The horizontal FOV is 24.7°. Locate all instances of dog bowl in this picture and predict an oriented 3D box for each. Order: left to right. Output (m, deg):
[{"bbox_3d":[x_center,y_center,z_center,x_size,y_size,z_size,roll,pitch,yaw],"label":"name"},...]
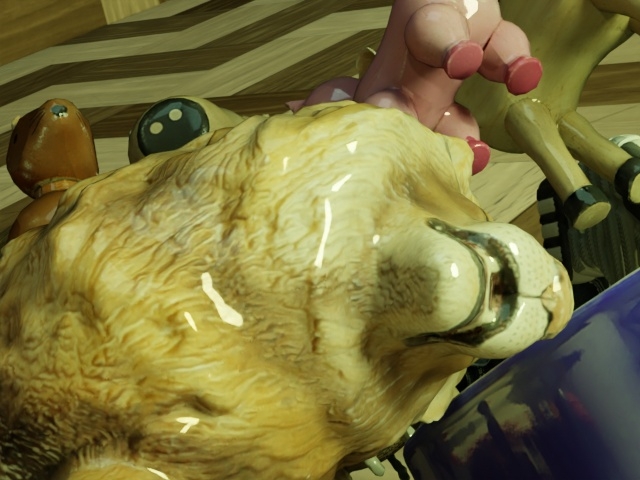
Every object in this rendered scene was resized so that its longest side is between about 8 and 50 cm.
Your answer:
[{"bbox_3d":[0.166,0.055,0.538,0.265,0.104,0.265,-30,-13,-8],"label":"dog bowl"}]

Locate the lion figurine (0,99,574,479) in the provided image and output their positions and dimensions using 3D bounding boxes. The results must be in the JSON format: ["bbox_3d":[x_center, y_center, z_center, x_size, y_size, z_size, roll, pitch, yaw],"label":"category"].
[{"bbox_3d":[-0.078,0.136,0.418,0.142,0.392,0.240,29,12,26],"label":"lion figurine"}]

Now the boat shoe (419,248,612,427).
[{"bbox_3d":[0.101,0.064,0.858,0.183,0.065,0.083,-22,21,-8],"label":"boat shoe"}]

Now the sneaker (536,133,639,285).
[{"bbox_3d":[0.203,-0.019,0.769,0.132,0.086,0.229,-8,4,-6],"label":"sneaker"}]

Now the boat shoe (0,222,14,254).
[{"bbox_3d":[-0.175,0.089,0.804,0.122,0.110,0.341,-24,25,33],"label":"boat shoe"}]

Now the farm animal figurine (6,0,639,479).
[{"bbox_3d":[0.000,0.000,0.663,0.330,0.327,0.172,-23,46,-15],"label":"farm animal figurine"}]
